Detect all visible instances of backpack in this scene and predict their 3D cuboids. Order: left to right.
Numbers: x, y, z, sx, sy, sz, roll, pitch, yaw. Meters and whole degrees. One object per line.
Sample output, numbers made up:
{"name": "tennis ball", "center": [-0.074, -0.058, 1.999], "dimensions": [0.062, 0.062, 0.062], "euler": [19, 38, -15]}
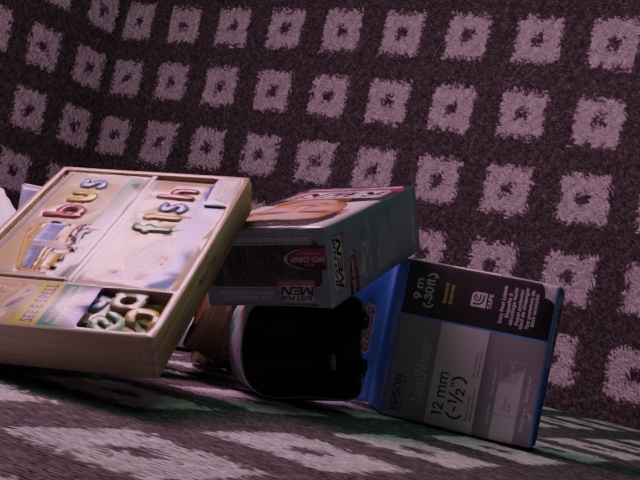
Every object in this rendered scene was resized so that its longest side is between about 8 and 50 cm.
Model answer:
{"name": "backpack", "center": [-0.041, 0.148, 1.467], "dimensions": [0.188, 0.166, 0.144], "euler": [0, 5, -26]}

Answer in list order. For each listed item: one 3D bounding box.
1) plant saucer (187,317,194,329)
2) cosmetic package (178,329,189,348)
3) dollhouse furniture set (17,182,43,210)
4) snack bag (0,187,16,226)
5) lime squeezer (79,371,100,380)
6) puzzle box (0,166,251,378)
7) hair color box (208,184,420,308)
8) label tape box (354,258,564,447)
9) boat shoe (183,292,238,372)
{"name": "plant saucer", "center": [-0.281, 0.111, 1.462], "dimensions": [0.195, 0.037, 0.195], "euler": [8, 29, -4]}
{"name": "cosmetic package", "center": [-0.215, 0.158, 2.098], "dimensions": [0.365, 0.155, 0.197], "euler": [13, -5, -33]}
{"name": "dollhouse furniture set", "center": [-0.606, -0.004, 2.138], "dimensions": [0.286, 0.303, 0.198], "euler": [14, -5, -15]}
{"name": "snack bag", "center": [-0.595, -0.038, 1.632], "dimensions": [0.323, 0.037, 0.342], "euler": [23, 16, -44]}
{"name": "lime squeezer", "center": [-0.335, 0.135, 1.264], "dimensions": [0.110, 0.059, 0.310], "euler": [44, -12, -10]}
{"name": "puzzle box", "center": [-0.259, 0.018, 1.198], "dimensions": [0.272, 0.052, 0.409], "euler": [3, 27, 9]}
{"name": "hair color box", "center": [0.000, 0.000, 1.485], "dimensions": [0.185, 0.114, 0.374], "euler": [-1, 11, 24]}
{"name": "label tape box", "center": [0.187, 0.164, 1.594], "dimensions": [0.347, 0.249, 0.115], "euler": [11, -3, 16]}
{"name": "boat shoe", "center": [-0.143, 0.139, 1.607], "dimensions": [0.110, 0.122, 0.341], "euler": [21, -15, 1]}
